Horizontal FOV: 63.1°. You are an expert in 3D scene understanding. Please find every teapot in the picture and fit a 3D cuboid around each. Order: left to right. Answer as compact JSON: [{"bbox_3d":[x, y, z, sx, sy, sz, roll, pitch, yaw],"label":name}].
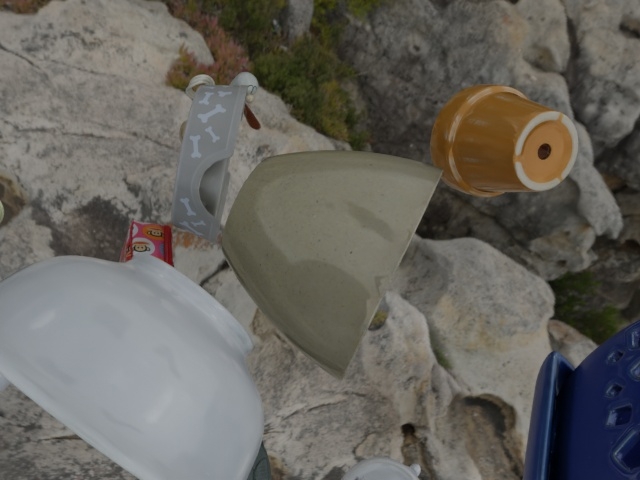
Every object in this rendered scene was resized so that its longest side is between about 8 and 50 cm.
[{"bbox_3d":[0.149,0.687,1.309,0.256,0.187,0.252,-5,53,1],"label":"teapot"}]

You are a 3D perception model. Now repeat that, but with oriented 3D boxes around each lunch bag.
[{"bbox_3d":[-0.432,0.104,1.239,0.120,0.293,0.258,9,34,-26],"label":"lunch bag"}]

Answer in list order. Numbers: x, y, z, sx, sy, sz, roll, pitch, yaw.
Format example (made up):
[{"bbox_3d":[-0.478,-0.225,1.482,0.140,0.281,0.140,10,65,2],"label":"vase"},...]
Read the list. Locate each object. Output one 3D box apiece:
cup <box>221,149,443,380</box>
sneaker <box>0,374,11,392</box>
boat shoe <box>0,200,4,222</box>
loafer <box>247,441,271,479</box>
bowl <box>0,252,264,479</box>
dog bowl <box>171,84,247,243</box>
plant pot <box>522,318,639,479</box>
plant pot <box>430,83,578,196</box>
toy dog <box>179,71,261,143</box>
[{"bbox_3d":[0.000,0.000,0.765,0.237,0.331,0.331,26,61,9],"label":"cup"},{"bbox_3d":[-0.631,0.168,0.794,0.366,0.137,0.210,19,55,13],"label":"sneaker"},{"bbox_3d":[-0.579,-0.032,0.852,0.056,0.152,0.049,68,25,-4],"label":"boat shoe"},{"bbox_3d":[-0.147,0.392,0.932,0.096,0.084,0.267,12,56,-28],"label":"loafer"},{"bbox_3d":[-0.156,0.106,0.469,0.298,0.298,0.134,36,65,1],"label":"bowl"},{"bbox_3d":[-0.240,-0.171,1.129,0.102,0.349,0.348,11,64,-11],"label":"dog bowl"},{"bbox_3d":[0.324,0.219,0.471,0.236,0.212,0.236,45,45,-13],"label":"plant pot"},{"bbox_3d":[0.328,-0.165,0.910,0.205,0.188,0.205,-6,109,-18],"label":"plant pot"},{"bbox_3d":[-0.297,-0.348,1.592,0.220,0.333,0.161,-16,73,-27],"label":"toy dog"}]
